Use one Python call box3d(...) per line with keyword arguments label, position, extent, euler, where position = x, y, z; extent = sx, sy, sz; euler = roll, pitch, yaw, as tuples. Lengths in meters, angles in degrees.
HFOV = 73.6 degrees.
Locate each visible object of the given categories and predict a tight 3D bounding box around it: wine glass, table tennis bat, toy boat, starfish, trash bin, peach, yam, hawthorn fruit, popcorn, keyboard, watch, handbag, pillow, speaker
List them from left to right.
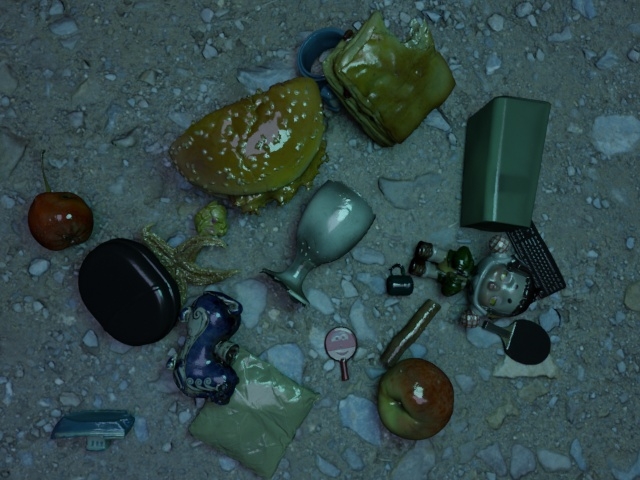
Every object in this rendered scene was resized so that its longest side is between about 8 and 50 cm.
box3d(label="hawthorn fruit", position=(-0.741, -0.112, 1.175), extent=(0.165, 0.165, 0.286), euler=(-31, 82, -6))
box3d(label="toy boat", position=(-0.614, 0.524, 1.155), extent=(0.215, 0.088, 0.102), euler=(2, 89, -5))
box3d(label="handbag", position=(-0.522, 0.145, 1.158), extent=(0.253, 0.093, 0.308), euler=(-40, 88, 16))
box3d(label="starfish", position=(-0.402, 0.097, 1.220), extent=(0.299, 0.060, 0.303), euler=(29, 98, -7))
box3d(label="popcorn", position=(-0.313, -0.060, 1.223), extent=(0.096, 0.109, 0.089), euler=(-1, 41, -32))
box3d(label="pillow", position=(-0.185, 0.484, 1.193), extent=(0.274, 0.076, 0.281), euler=(32, 85, -1))
box3d(label="wine glass", position=(0.000, 0.002, 1.192), extent=(0.190, 0.190, 0.357), euler=(36, 83, 0))
box3d(label="watch", position=(0.025, -0.510, 1.253), extent=(0.211, 0.211, 0.193), euler=(-46, 69, -6))
box3d(label="table tennis bat", position=(0.064, 0.331, 1.254), extent=(0.098, 0.019, 0.155), euler=(-7, 83, -5))
box3d(label="speaker", position=(0.233, 0.119, 1.269), extent=(0.075, 0.060, 0.095), euler=(2, 50, -4))
box3d(label="yam", position=(0.264, 0.271, 1.255), extent=(0.056, 0.057, 0.241), euler=(42, 82, 0))
box3d(label="peach", position=(0.268, 0.430, 1.181), extent=(0.232, 0.232, 0.233), euler=(0, 85, -4))
box3d(label="trash bin", position=(0.511, -0.206, 1.231), extent=(0.158, 0.223, 0.344), euler=(10, 87, -3))
box3d(label="table tennis bat", position=(0.592, 0.294, 1.290), extent=(0.220, 0.019, 0.130), euler=(23, 83, -3))
box3d(label="keyboard", position=(0.667, 0.084, 1.301), extent=(0.103, 0.041, 0.382), euler=(-23, 87, -5))

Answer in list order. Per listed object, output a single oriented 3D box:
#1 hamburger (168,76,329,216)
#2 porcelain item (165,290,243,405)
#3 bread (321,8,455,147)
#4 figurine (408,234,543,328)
box3d(label="hamburger", position=(-0.150, -0.224, 1.130), extent=(0.445, 0.268, 0.287), euler=(-29, 91, -8))
box3d(label="porcelain item", position=(-0.290, 0.286, 1.146), extent=(0.186, 0.138, 0.288), euler=(16, 86, 23))
box3d(label="bread", position=(0.209, -0.439, 1.156), extent=(0.314, 0.370, 0.191), euler=(-49, 48, -3))
box3d(label="figurine", position=(0.445, 0.108, 1.230), extent=(0.369, 0.167, 0.282), euler=(19, 99, 6))
